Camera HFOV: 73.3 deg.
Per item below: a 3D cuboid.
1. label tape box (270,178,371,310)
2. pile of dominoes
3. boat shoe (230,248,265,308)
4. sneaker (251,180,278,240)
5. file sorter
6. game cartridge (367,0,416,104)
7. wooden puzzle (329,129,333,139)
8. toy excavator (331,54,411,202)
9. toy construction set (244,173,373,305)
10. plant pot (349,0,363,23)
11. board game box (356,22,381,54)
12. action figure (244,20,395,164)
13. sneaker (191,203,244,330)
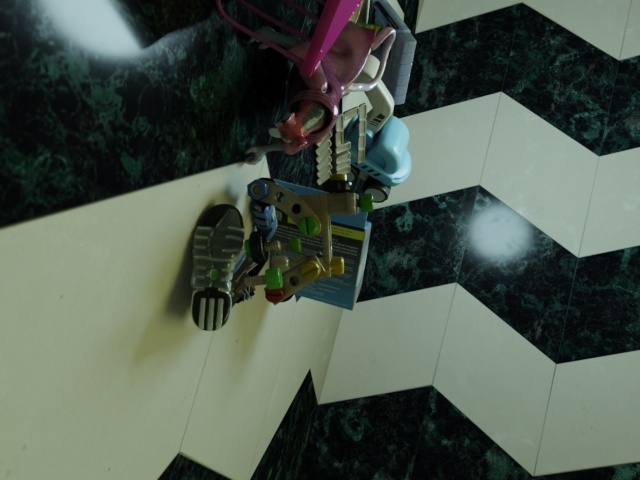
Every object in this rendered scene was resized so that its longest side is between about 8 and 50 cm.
[{"bbox_3d":[0.000,0.000,1.145,0.115,0.249,0.347,-58,158,-54],"label":"label tape box"},{"bbox_3d":[0.057,-0.312,1.394,0.196,0.040,0.251,-27,144,-18],"label":"pile of dominoes"},{"bbox_3d":[-0.173,0.095,0.915,0.066,0.066,0.183,86,21,-53],"label":"boat shoe"},{"bbox_3d":[-0.130,-0.064,0.974,0.059,0.053,0.144,-39,136,-61],"label":"sneaker"},{"bbox_3d":[-0.014,-0.449,0.672,0.202,0.182,0.290,-55,-171,51],"label":"file sorter"},{"bbox_3d":[0.227,-0.666,1.487,0.230,0.068,0.355,86,-9,-51],"label":"game cartridge"},{"bbox_3d":[0.029,-0.365,1.439,0.083,0.006,0.049,-25,128,-74],"label":"wooden puzzle"},{"bbox_3d":[0.189,-0.386,1.500,0.445,0.433,0.222,-36,-151,57],"label":"toy excavator"},{"bbox_3d":[-0.001,0.002,0.876,0.309,0.237,0.257,70,12,-66],"label":"toy construction set"},{"bbox_3d":[0.065,-0.636,1.164,0.236,0.032,0.236,-62,172,-16],"label":"plant pot"},{"bbox_3d":[0.130,-0.644,1.382,0.043,0.092,0.181,92,17,-46],"label":"board game box"},{"bbox_3d":[-0.003,-0.275,0.849,0.370,0.276,0.248,-83,-178,-47],"label":"action figure"},{"bbox_3d":[-0.197,0.054,0.789,0.132,0.086,0.228,134,-35,-67],"label":"sneaker"}]
